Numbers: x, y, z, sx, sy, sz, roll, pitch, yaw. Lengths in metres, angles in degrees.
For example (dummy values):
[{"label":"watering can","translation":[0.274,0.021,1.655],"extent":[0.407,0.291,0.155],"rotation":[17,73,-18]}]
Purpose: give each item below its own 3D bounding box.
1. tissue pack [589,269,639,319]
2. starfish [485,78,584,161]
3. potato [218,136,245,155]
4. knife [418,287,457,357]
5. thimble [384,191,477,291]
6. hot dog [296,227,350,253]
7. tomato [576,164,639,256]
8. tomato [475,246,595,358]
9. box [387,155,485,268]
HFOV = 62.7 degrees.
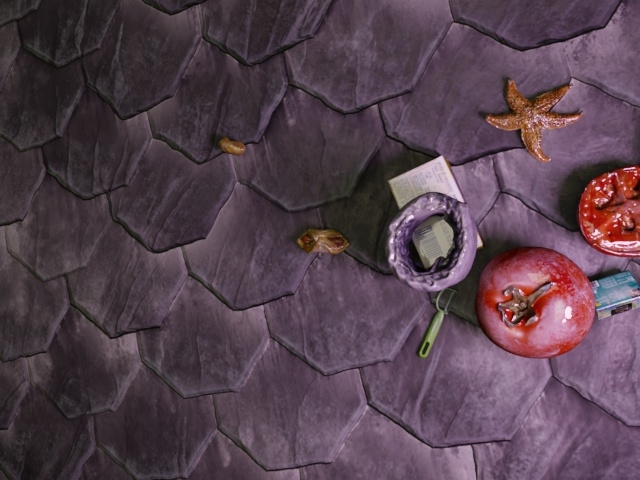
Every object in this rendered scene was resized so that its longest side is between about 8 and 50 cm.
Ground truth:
[{"label":"tissue pack","translation":[0.713,0.137,1.277],"extent":[0.111,0.079,0.085],"rotation":[-22,47,16]},{"label":"starfish","translation":[0.551,-0.317,1.357],"extent":[0.228,0.043,0.240],"rotation":[-18,86,19]},{"label":"potato","translation":[-0.278,-0.293,1.645],"extent":[0.092,0.046,0.045],"rotation":[19,60,9]},{"label":"knife","translation":[0.311,0.225,1.445],"extent":[0.054,0.015,0.211],"rotation":[23,97,19]},{"label":"thimble","translation":[0.274,0.005,1.284],"extent":[0.217,0.157,0.245],"rotation":[29,99,17]},{"label":"hot dog","translation":[0.000,0.001,1.533],"extent":[0.169,0.061,0.078],"rotation":[0,88,19]},{"label":"tomato","translation":[0.731,-0.061,1.262],"extent":[0.228,0.101,0.227],"rotation":[-2,83,13]},{"label":"tomato","translation":[0.516,0.147,1.264],"extent":[0.271,0.227,0.269],"rotation":[0,90,39]},{"label":"box","translation":[0.312,-0.072,1.406],"extent":[0.169,0.097,0.264],"rotation":[-26,81,17]}]
